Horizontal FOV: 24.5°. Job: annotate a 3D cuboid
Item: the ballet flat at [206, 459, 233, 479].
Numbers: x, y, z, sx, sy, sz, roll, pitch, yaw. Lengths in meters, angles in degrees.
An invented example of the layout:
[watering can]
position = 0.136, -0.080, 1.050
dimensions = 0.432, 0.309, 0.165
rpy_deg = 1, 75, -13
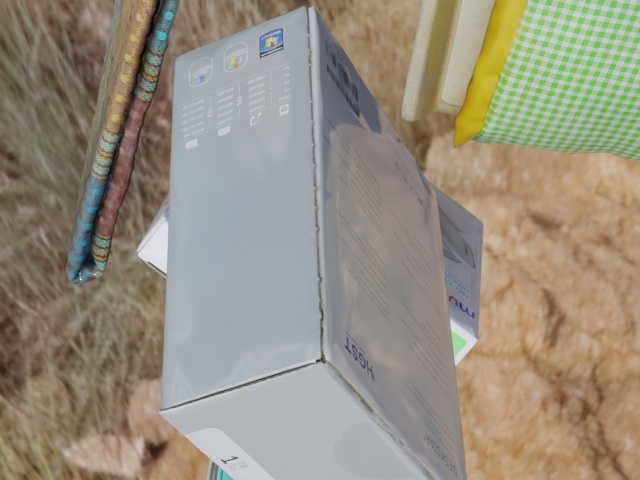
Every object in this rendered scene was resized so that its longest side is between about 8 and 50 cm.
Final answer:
[ballet flat]
position = -0.035, 0.211, 0.949
dimensions = 0.072, 0.068, 0.213
rpy_deg = -9, 83, -15

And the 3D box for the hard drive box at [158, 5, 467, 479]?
[hard drive box]
position = 0.000, 0.024, 0.789
dimensions = 0.089, 0.181, 0.232
rpy_deg = -19, 48, 19

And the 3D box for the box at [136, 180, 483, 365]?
[box]
position = 0.000, 0.000, 1.266
dimensions = 0.262, 0.231, 0.127
rpy_deg = 37, 114, -9

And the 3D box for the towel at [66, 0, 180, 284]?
[towel]
position = -0.125, -0.179, 1.082
dimensions = 0.040, 0.271, 0.370
rpy_deg = 13, 37, -11

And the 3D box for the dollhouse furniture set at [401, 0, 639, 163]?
[dollhouse furniture set]
position = 0.147, -0.122, 0.660
dimensions = 0.197, 0.301, 0.151
rpy_deg = 12, 40, 4
